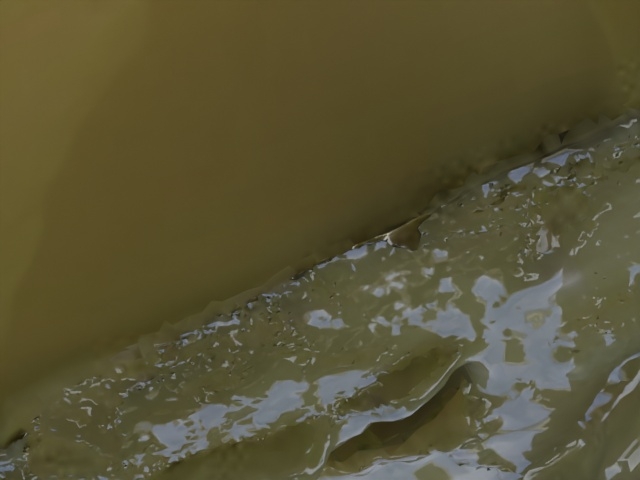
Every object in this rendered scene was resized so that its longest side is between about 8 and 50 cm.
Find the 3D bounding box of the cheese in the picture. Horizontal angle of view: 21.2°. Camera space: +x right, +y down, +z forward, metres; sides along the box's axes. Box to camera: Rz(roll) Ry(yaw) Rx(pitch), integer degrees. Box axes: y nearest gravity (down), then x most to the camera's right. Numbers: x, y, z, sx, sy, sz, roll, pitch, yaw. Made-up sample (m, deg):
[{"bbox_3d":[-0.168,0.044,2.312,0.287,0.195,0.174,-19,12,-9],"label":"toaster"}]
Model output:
[{"bbox_3d":[0.000,0.000,0.439,0.266,0.127,0.233,-25,-132,18],"label":"cheese"}]
